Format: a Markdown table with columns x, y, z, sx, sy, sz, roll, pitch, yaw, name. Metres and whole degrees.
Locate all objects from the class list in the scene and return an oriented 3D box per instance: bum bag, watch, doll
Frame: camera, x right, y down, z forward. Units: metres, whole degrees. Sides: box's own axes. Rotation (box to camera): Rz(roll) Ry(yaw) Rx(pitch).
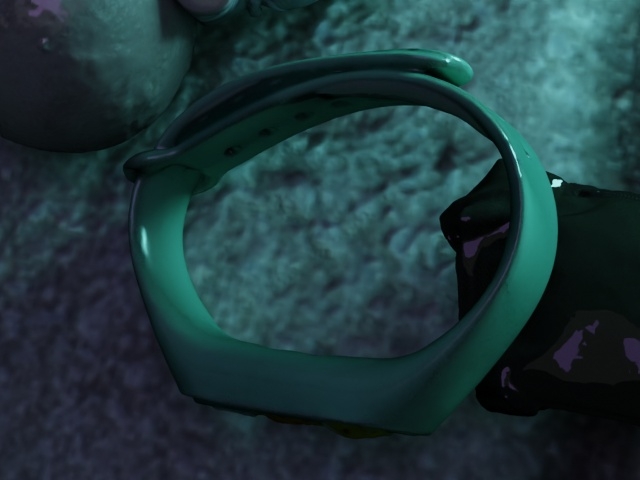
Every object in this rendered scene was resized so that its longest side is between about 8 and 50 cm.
| x | y | z | sx | sy | sz | roll | pitch | yaw | name |
| --- | --- | --- | --- | --- | --- | --- | --- | --- | --- |
| 0.207 | 0.056 | 0.753 | 0.326 | 0.079 | 0.142 | 17 | 69 | 16 | bum bag |
| 0.000 | 0.000 | 0.764 | 0.237 | 0.068 | 0.195 | 4 | 81 | 30 | watch |
| -0.066 | -0.157 | 0.829 | 0.287 | 0.151 | 0.151 | -28 | 70 | -11 | doll |
